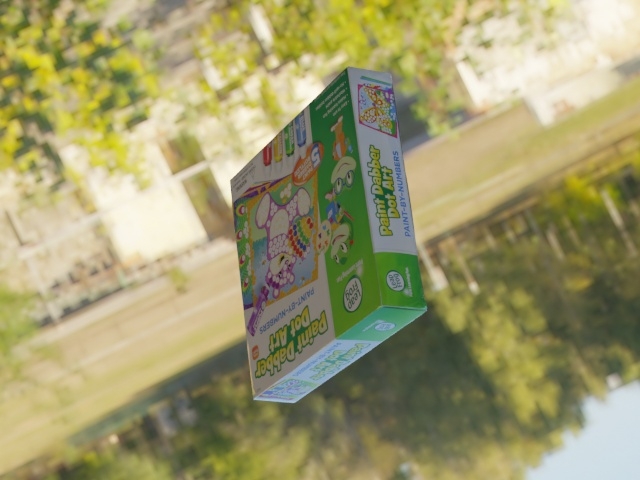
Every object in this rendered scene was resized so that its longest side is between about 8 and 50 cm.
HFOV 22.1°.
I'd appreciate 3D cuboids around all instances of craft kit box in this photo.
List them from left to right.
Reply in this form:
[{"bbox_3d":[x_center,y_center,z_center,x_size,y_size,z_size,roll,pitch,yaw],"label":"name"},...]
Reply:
[{"bbox_3d":[0.000,0.000,1.576,0.061,0.247,0.250,4,153,-31],"label":"craft kit box"}]
